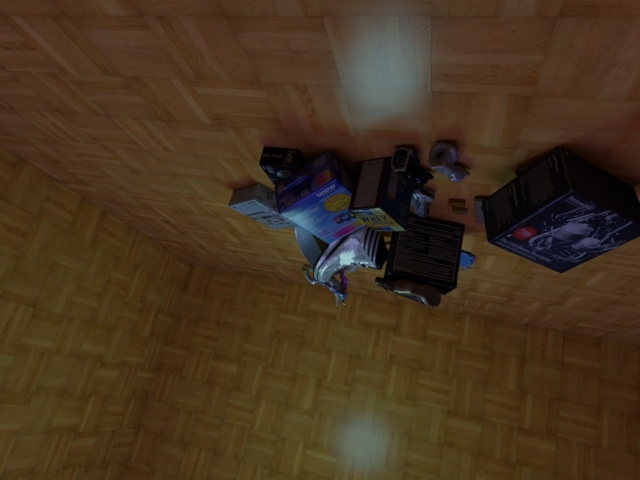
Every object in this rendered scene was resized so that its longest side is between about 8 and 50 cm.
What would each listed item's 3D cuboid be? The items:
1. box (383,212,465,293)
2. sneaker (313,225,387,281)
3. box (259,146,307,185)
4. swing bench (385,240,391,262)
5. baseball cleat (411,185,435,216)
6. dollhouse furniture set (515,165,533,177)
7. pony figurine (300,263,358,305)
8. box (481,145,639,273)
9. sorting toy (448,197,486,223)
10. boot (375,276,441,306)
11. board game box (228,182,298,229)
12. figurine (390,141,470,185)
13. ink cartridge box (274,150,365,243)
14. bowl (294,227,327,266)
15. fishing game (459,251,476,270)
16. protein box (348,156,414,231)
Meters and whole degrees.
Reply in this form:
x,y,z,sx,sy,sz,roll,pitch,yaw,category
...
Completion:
x,y,z,sx,sy,sz,roll,pitch,yaw,category
0.460,0.059,2.027,0.296,0.294,0.182,13,164,2,box
0.141,0.099,2.083,0.257,0.169,0.447,40,132,12,sneaker
-0.136,-0.283,1.776,0.147,0.077,0.180,8,162,17,box
0.241,0.012,2.266,0.255,0.165,0.253,3,160,33,swing bench
0.411,-0.148,1.794,0.109,0.072,0.206,-7,157,34,baseball cleat
0.685,-0.186,1.485,0.076,0.058,0.152,2,159,32,dollhouse furniture set
0.073,0.143,2.561,0.363,0.351,0.303,37,-164,27,pony figurine
0.755,-0.080,1.429,0.343,0.178,0.312,20,143,-19,box
0.667,-0.105,1.781,0.307,0.041,0.229,6,161,24,sorting toy
0.385,0.213,1.979,0.248,0.090,0.207,24,172,-36,boot
-0.262,-0.159,2.232,0.303,0.097,0.224,29,158,-37,board game box
0.376,-0.243,1.524,0.215,0.092,0.209,0,166,35,figurine
0.012,-0.164,1.740,0.270,0.151,0.395,-30,142,25,ink cartridge box
0.000,0.000,2.370,0.156,0.289,0.289,-26,175,-21,bowl
0.707,0.090,2.370,0.264,0.041,0.189,33,147,-34,fishing game
0.228,-0.163,1.665,0.136,0.201,0.200,-1,158,39,protein box
